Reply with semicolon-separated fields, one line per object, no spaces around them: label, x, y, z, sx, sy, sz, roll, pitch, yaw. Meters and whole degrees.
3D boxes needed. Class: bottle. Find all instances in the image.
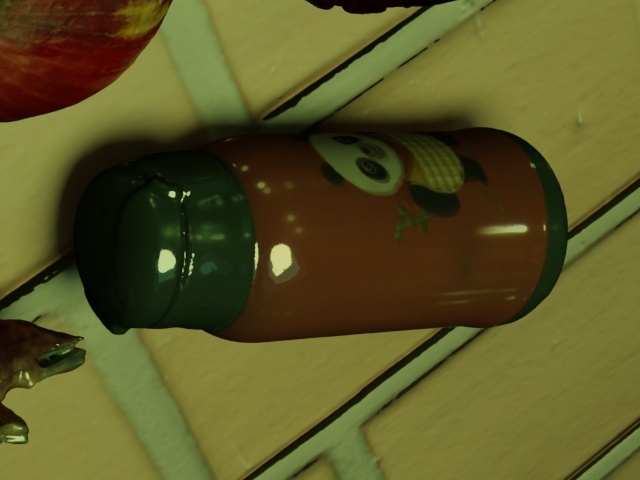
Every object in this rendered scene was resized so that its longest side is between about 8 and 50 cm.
bottle;0.000;0.000;1.043;0.336;0.144;0.144;-4;120;-37

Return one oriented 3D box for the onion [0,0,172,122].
onion;-0.186;-0.155;0.750;0.248;0.248;0.161;61;39;-44

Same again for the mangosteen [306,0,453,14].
mangosteen;0.037;-0.260;0.834;0.288;0.233;0.287;-26;134;-30

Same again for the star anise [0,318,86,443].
star anise;-0.269;0.091;0.920;0.288;0.088;0.288;-14;129;-17
